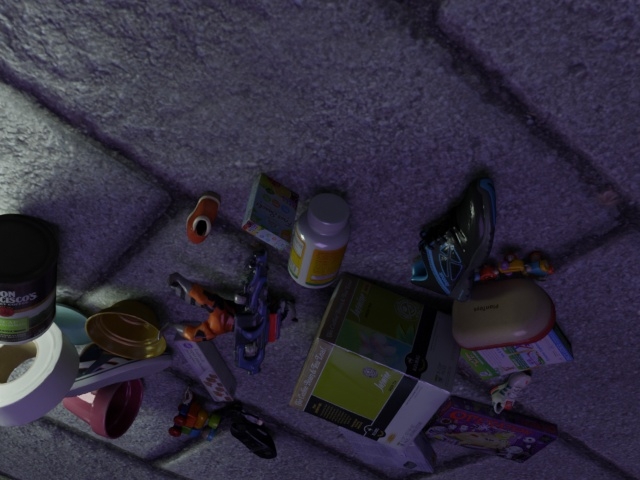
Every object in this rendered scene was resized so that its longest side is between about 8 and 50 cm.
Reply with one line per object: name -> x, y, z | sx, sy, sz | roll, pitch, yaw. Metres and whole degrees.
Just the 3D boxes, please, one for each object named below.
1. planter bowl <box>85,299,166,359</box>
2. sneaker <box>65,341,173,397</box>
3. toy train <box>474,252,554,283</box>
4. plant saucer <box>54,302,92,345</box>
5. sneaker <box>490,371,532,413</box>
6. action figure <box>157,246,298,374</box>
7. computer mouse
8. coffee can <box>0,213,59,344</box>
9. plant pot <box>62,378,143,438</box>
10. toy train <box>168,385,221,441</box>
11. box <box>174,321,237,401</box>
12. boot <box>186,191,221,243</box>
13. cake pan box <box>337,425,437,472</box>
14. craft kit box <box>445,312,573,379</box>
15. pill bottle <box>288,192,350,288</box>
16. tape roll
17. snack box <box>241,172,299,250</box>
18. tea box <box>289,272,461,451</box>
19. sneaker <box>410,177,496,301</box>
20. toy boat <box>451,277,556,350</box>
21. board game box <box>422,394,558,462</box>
planter bowl -> -0.506, 0.221, 1.862 | 0.217, 0.090, 0.217 | 5, 139, 4
sneaker -> -0.590, 0.342, 1.993 | 0.321, 0.127, 0.126 | -14, 157, -10
toy train -> 0.430, 0.060, 1.551 | 0.166, 0.046, 0.125 | 0, 161, -3
plant saucer -> -0.715, 0.223, 1.942 | 0.195, 0.037, 0.195 | 6, 139, 5
sneaker -> 0.523, 0.419, 1.904 | 0.057, 0.075, 0.161 | 22, 137, -14
action figure -> -0.213, 0.142, 1.716 | 0.330, 0.178, 0.341 | 10, 112, -11
computer mouse -> -0.218, 0.609, 2.269 | 0.262, 0.060, 0.184 | 40, 135, -14
coffee can -> -0.740, 0.098, 1.685 | 0.201, 0.201, 0.275 | 17, 138, -8
plant pot -> -0.668, 0.478, 2.118 | 0.180, 0.201, 0.201 | 15, 141, 18
toy train -> -0.374, 0.541, 2.173 | 0.143, 0.105, 0.248 | 23, 137, -6
box -> -0.322, 0.352, 1.994 | 0.063, 0.067, 0.324 | -5, 137, 15
boot -> -0.269, -0.029, 1.546 | 0.059, 0.084, 0.158 | 18, 139, -12
cake pan box -> 0.209, 0.623, 2.166 | 0.246, 0.070, 0.267 | -4, 137, 28
craft kit box -> 0.464, 0.243, 1.738 | 0.246, 0.061, 0.250 | -22, 130, 27
pill bottle -> 0.000, 0.000, 1.504 | 0.117, 0.117, 0.208 | 12, 138, -3
tape roll -> -0.794, 0.343, 1.850 | 0.286, 0.286, 0.100 | -4, 138, 14
snack box -> -0.101, -0.060, 1.437 | 0.100, 0.141, 0.037 | 30, 134, -21
tea box -> 0.131, 0.303, 1.705 | 0.323, 0.220, 0.329 | 22, 138, 1
sneaker -> 0.276, 0.006, 1.456 | 0.139, 0.125, 0.341 | 12, 136, 4
toy boat -> 0.418, 0.181, 1.570 | 0.231, 0.151, 0.151 | -15, 143, 38
board game box -> 0.506, 0.573, 2.104 | 0.347, 0.056, 0.208 | 17, 134, -8
